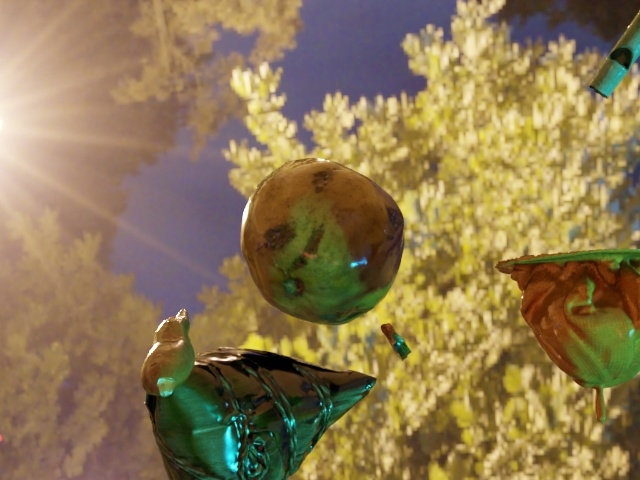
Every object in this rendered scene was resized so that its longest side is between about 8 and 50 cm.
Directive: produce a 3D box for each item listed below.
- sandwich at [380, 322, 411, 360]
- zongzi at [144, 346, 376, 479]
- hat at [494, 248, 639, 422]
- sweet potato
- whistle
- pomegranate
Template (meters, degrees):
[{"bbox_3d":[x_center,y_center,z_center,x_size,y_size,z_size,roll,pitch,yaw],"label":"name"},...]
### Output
[{"bbox_3d":[0.134,0.177,2.045,0.026,0.101,0.069,-32,-119,-1],"label":"sandwich"},{"bbox_3d":[-0.165,0.263,1.759,0.362,0.319,0.383,0,-164,34],"label":"zongzi"},{"bbox_3d":[0.381,0.142,1.654,0.244,0.233,0.233,2,168,-22],"label":"hat"},{"bbox_3d":[-0.163,0.121,1.279,0.056,0.056,0.195,-6,-156,2],"label":"sweet potato"},{"bbox_3d":[0.439,-0.282,1.611,0.039,0.186,0.039,34,-172,-5],"label":"whistle"},{"bbox_3d":[0.000,0.000,1.921,0.281,0.281,0.281,-6,-154,3],"label":"pomegranate"}]
